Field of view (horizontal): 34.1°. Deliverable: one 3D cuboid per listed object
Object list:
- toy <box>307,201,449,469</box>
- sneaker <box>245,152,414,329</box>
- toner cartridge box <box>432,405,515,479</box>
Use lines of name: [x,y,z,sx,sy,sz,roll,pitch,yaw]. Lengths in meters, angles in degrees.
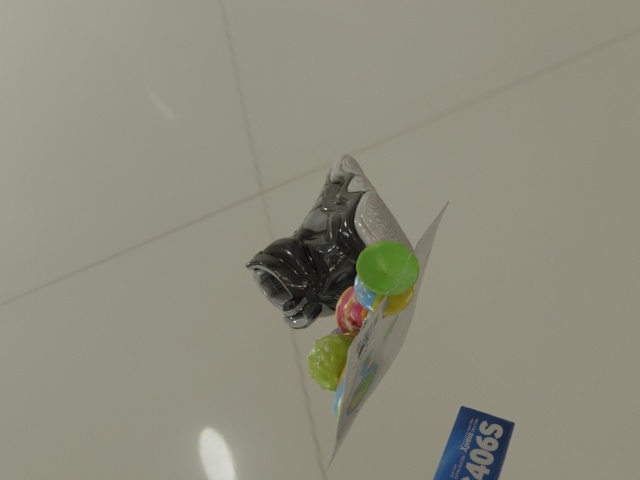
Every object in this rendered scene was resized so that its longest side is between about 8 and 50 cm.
toy: [0.030,0.071,0.794,0.137,0.056,0.237,-54,-11,-28]
sneaker: [0.000,0.000,1.069,0.101,0.153,0.268,55,-176,-16]
toner cartridge box: [0.142,0.377,1.230,0.347,0.075,0.165,-57,-22,-48]
